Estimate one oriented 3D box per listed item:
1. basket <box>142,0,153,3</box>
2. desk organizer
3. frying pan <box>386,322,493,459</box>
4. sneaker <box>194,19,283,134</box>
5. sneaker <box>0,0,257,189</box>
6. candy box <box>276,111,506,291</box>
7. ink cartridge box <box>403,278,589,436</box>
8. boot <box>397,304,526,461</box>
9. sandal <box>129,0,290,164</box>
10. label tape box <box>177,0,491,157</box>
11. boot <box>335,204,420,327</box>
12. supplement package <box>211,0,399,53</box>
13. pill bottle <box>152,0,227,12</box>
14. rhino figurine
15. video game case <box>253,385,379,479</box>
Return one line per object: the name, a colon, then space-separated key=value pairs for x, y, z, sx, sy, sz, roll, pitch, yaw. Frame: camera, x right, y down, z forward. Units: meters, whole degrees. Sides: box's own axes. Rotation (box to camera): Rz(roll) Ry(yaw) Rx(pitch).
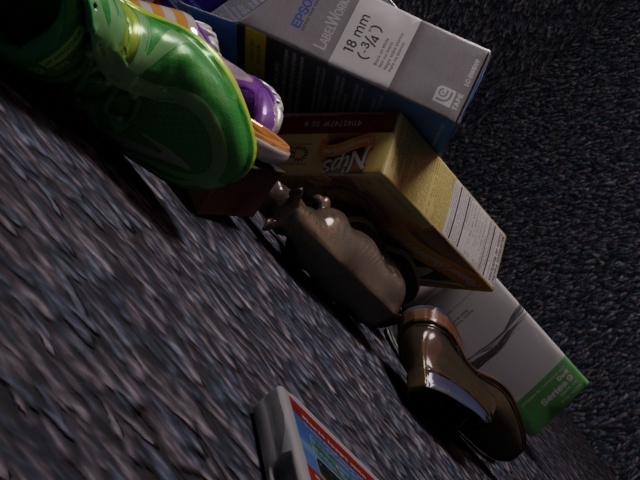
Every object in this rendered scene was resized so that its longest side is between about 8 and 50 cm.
basket: x=-0.168 y=-0.336 z=0.994 sx=0.255 sy=0.289 sz=0.201 roll=45 pitch=8 yaw=-44
desk organizer: x=-0.081 y=-0.053 z=1.004 sx=0.047 sy=0.050 sz=0.130 roll=36 pitch=10 yaw=14
frying pan: x=0.168 y=0.172 z=1.437 sx=0.197 sy=0.053 sz=0.326 roll=52 pitch=10 yaw=16
sneaker: x=-0.128 y=-0.159 z=1.176 sx=0.104 sy=0.095 sz=0.236 roll=32 pitch=13 yaw=-50
sneaker: x=-0.162 y=-0.128 z=0.791 sx=0.295 sy=0.109 sz=0.123 roll=46 pitch=26 yaw=-24
candy box: x=0.078 y=-0.041 z=1.451 sx=0.183 sy=0.087 sz=0.316 roll=4 pitch=-23 yaw=34
ink cartridge box: x=0.223 y=0.114 z=1.720 sx=0.289 sy=0.121 sz=0.211 roll=46 pitch=2 yaw=-26
boot: x=0.140 y=0.176 z=1.206 sx=0.219 sy=0.082 sz=0.106 roll=51 pitch=27 yaw=-26
sandal: x=-0.117 y=-0.145 z=0.962 sx=0.265 sy=0.076 sz=0.102 roll=24 pitch=11 yaw=-39
label tape box: x=0.010 y=-0.207 z=1.409 sx=0.334 sy=0.106 sz=0.240 roll=25 pitch=-14 yaw=2
boot: x=0.072 y=0.063 z=1.379 sx=0.198 sy=0.077 sz=0.137 roll=39 pitch=24 yaw=-49
supplement package: x=-0.043 y=-0.287 z=1.656 sx=0.198 sy=0.263 sz=0.199 roll=49 pitch=7 yaw=0
pill bottle: x=-0.119 y=-0.389 z=1.420 sx=0.181 sy=0.323 sz=0.181 roll=56 pitch=8 yaw=-12
rhino figurine: x=0.000 y=0.000 z=1.167 sx=0.243 sy=0.073 sz=0.106 roll=43 pitch=6 yaw=-36
video game case: x=0.053 y=0.203 z=0.580 sx=0.204 sy=0.025 sz=0.285 roll=47 pitch=7 yaw=-20
